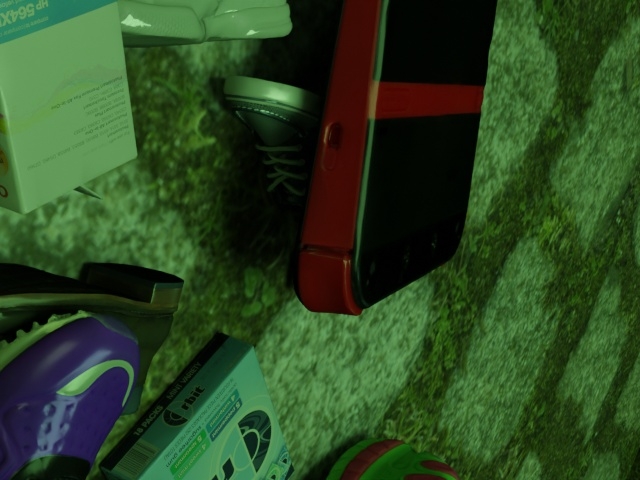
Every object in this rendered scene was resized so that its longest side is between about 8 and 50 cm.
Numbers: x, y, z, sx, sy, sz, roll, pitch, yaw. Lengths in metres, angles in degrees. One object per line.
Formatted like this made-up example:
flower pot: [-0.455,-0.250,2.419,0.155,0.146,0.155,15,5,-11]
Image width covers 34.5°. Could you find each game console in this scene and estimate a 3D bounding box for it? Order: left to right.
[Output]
game console: [0.082,-0.121,0.938,0.386,0.060,0.342,-20,118,-68]

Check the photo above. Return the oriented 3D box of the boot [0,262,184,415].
boot: [-0.171,0.073,0.678,0.219,0.082,0.106,2,102,-60]

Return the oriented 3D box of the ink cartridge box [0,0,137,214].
ink cartridge box: [-0.171,-0.088,0.580,0.090,0.092,0.143,-35,133,-44]

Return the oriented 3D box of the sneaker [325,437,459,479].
sneaker: [-0.005,0.383,1.009,0.483,0.185,0.202,-28,126,-47]

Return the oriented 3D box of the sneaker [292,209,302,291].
sneaker: [0.000,0.000,0.958,0.044,0.040,0.109,-28,134,-70]

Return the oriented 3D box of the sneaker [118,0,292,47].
sneaker: [-0.095,-0.177,0.686,0.212,0.080,0.094,-25,115,-59]

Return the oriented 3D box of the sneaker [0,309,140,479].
sneaker: [-0.180,0.186,0.603,0.293,0.146,0.102,-53,146,-1]

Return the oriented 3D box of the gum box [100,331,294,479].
gum box: [-0.098,0.198,0.897,0.157,0.041,0.184,-48,143,-33]

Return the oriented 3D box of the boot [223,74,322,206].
boot: [-0.022,-0.072,0.844,0.190,0.069,0.086,16,86,-60]
